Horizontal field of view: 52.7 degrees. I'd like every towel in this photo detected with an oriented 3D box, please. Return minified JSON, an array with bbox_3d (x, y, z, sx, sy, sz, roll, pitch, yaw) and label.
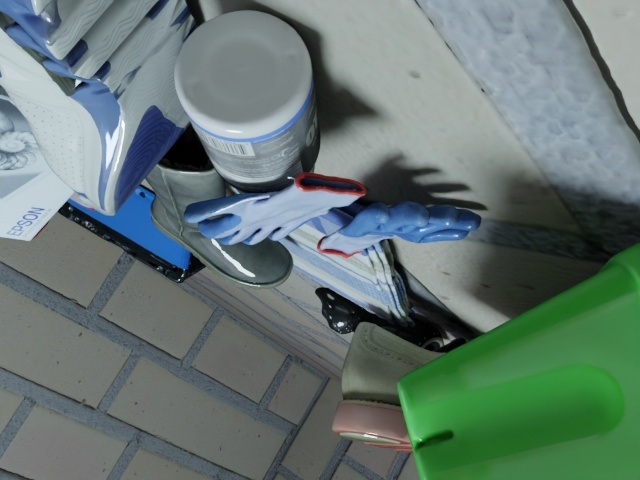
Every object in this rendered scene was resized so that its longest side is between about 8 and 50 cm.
[{"bbox_3d":[0.000,0.000,0.713,0.209,0.034,0.285,27,165,26],"label":"towel"}]

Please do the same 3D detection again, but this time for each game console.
[{"bbox_3d":[-0.344,-0.065,1.260,0.293,0.173,0.250,30,-162,6],"label":"game console"}]

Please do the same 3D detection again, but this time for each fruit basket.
[{"bbox_3d":[0.253,0.167,0.434,0.391,0.283,0.392,-12,159,-4],"label":"fruit basket"}]

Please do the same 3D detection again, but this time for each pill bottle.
[{"bbox_3d":[-0.040,-0.075,0.416,0.078,0.078,0.137,29,167,10],"label":"pill bottle"}]

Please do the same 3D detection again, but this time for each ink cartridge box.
[{"bbox_3d":[-0.325,-0.080,0.580,0.224,0.045,0.223,11,144,-45],"label":"ink cartridge box"}]

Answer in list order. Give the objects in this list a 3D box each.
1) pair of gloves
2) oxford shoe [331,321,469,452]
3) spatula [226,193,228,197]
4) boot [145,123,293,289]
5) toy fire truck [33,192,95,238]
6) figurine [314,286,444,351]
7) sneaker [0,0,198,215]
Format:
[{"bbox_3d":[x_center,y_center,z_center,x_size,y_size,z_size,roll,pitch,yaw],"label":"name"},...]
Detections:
[{"bbox_3d":[0.006,-0.011,0.464,0.198,0.023,0.159,7,166,-31],"label":"pair of gloves"},{"bbox_3d":[0.209,0.194,0.784,0.396,0.147,0.140,17,157,-22],"label":"oxford shoe"},{"bbox_3d":[-0.158,-0.081,0.730,0.168,0.019,0.242,33,167,34],"label":"spatula"},{"bbox_3d":[-0.102,-0.037,0.633,0.189,0.076,0.208,25,153,-1],"label":"boot"},{"bbox_3d":[-0.375,-0.157,0.735,0.302,0.169,0.254,30,149,1],"label":"toy fire truck"},{"bbox_3d":[0.107,0.157,0.973,0.209,0.092,0.215,30,171,43],"label":"figurine"},{"bbox_3d":[-0.174,-0.148,0.390,0.182,0.127,0.315,34,160,3],"label":"sneaker"}]
